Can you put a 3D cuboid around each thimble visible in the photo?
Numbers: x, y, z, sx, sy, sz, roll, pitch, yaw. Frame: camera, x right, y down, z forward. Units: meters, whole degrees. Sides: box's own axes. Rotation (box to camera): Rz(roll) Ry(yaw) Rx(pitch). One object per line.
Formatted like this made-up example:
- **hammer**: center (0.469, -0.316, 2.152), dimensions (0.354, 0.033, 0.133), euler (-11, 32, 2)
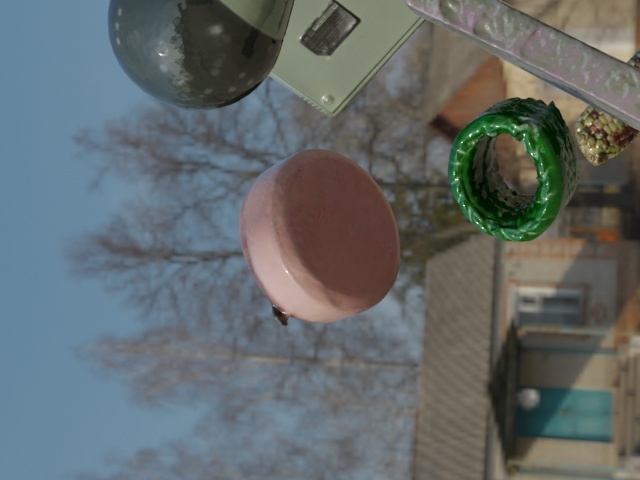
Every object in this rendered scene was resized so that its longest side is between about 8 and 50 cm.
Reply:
- **thimble**: center (0.187, -0.071, 1.205), dimensions (0.090, 0.118, 0.130), euler (-37, -33, -54)

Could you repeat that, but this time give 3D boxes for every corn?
- **corn**: center (0.422, -0.198, 1.622), dimensions (0.253, 0.086, 0.086), euler (-44, -21, -5)

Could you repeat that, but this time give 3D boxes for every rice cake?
- **rice cake**: center (0.210, -0.184, 1.208), dimensions (0.050, 0.298, 0.106), euler (-63, -3, 10)

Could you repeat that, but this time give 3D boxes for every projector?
- **projector**: center (0.022, -0.307, 1.650), dimensions (0.256, 0.192, 0.099), euler (-45, 21, 30)

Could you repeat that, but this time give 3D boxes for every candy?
- **candy**: center (0.000, 0.000, 1.759), dimensions (0.255, 0.094, 0.255), euler (17, -118, -36)

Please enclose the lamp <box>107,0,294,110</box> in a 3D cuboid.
- **lamp**: center (-0.097, -0.282, 1.275), dimensions (0.314, 0.182, 0.182), euler (-63, -7, 13)
